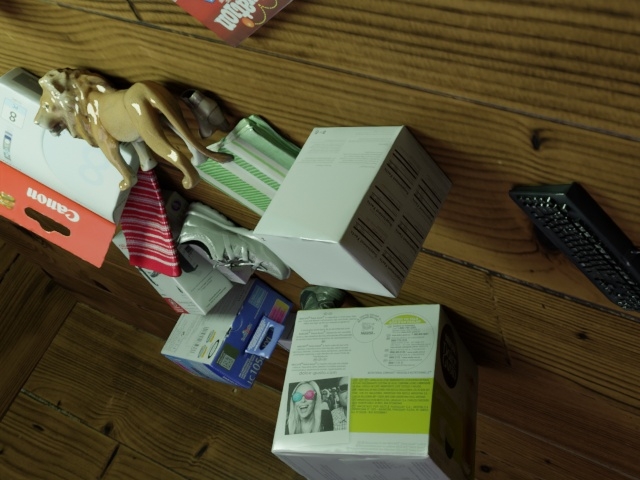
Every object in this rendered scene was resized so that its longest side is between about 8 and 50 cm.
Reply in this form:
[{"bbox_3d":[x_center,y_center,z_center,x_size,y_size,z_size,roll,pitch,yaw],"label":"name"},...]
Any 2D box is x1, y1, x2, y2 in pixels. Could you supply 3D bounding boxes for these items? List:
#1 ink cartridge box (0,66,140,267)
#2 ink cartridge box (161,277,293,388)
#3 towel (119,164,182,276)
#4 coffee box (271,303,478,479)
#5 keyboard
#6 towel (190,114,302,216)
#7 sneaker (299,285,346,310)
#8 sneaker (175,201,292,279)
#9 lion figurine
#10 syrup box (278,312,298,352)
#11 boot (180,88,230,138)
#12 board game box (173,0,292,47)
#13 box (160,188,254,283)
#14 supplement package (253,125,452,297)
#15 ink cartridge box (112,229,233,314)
[{"bbox_3d":[-0.566,-0.127,1.769,0.308,0.091,0.385,29,124,-2],"label":"ink cartridge box"},{"bbox_3d":[-0.249,0.248,2.303,0.151,0.270,0.395,36,160,-26],"label":"ink cartridge box"},{"bbox_3d":[-0.409,-0.052,1.910,0.198,0.031,0.275,13,123,43],"label":"towel"},{"bbox_3d":[0.139,0.361,1.831,0.338,0.335,0.338,-5,146,24],"label":"coffee box"},{"bbox_3d":[0.418,0.022,1.169,0.317,0.033,0.201,39,158,-29],"label":"keyboard"},{"bbox_3d":[-0.094,-0.115,1.529,0.247,0.038,0.325,34,158,-19],"label":"towel"},{"bbox_3d":[-0.019,0.181,2.035,0.087,0.130,0.227,35,162,-11],"label":"sneaker"},{"bbox_3d":[-0.199,0.027,1.907,0.281,0.115,0.105,27,161,3],"label":"sneaker"},{"bbox_3d":[-0.330,-0.213,1.461,0.392,0.142,0.240,-3,123,40],"label":"lion figurine"},{"bbox_3d":[-0.024,0.263,2.297,0.093,0.096,0.236,38,160,-25],"label":"syrup box"},{"bbox_3d":[-0.203,-0.218,1.417,0.087,0.042,0.118,45,155,-24],"label":"boot"},{"bbox_3d":[-0.105,-0.327,1.013,0.145,0.027,0.281,34,160,-20],"label":"board game box"},{"bbox_3d":[-0.279,-0.005,2.017,0.067,0.063,0.324,7,152,44],"label":"box"},{"bbox_3d":[0.049,-0.046,1.243,0.194,0.203,0.149,7,151,48],"label":"supplement package"},{"bbox_3d":[-0.382,0.055,2.144,0.273,0.114,0.197,52,153,-18],"label":"ink cartridge box"}]
